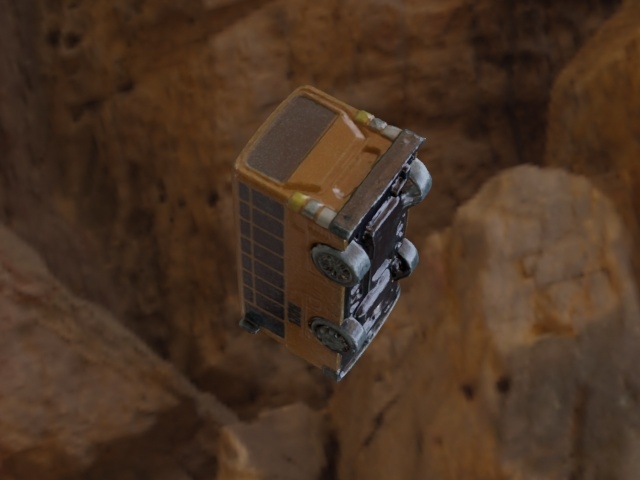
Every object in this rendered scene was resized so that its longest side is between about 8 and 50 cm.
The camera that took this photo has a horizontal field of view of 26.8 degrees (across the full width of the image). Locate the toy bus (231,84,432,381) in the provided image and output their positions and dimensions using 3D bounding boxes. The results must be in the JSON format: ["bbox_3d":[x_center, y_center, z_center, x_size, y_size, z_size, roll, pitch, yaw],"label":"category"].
[{"bbox_3d":[0.000,0.000,0.830,0.103,0.091,0.182,28,-29,16],"label":"toy bus"}]
